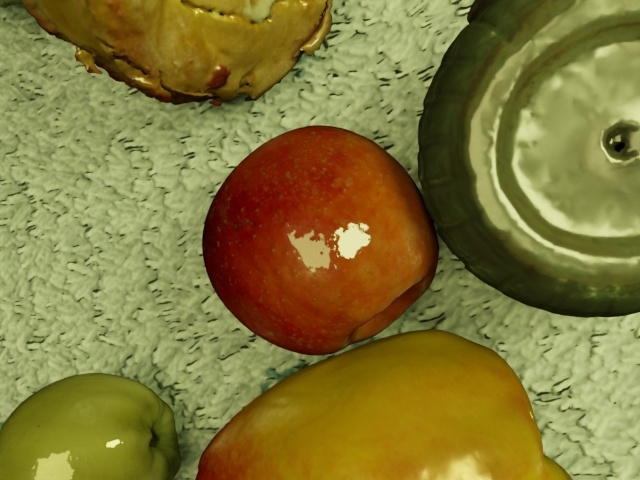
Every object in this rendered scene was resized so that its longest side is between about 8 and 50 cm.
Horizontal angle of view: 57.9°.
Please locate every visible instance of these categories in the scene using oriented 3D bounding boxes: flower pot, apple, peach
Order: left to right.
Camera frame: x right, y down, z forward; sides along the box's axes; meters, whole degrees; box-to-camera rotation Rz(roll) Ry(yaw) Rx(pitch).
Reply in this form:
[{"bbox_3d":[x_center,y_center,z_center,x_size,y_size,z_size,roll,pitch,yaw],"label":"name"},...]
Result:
[{"bbox_3d":[-0.265,0.245,0.663,0.200,0.200,0.200,0,90,16],"label":"apple"},{"bbox_3d":[0.000,0.000,0.565,0.218,0.218,0.201,-43,72,12],"label":"apple"},{"bbox_3d":[0.058,0.233,0.518,0.308,0.289,0.289,-28,83,5],"label":"peach"},{"bbox_3d":[0.228,-0.093,0.491,0.301,0.213,0.302,1,94,9],"label":"flower pot"}]

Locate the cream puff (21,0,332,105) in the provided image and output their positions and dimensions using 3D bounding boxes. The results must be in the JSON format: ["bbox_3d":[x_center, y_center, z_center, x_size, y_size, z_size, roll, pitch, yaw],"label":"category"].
[{"bbox_3d":[-0.133,-0.306,0.553,0.350,0.350,0.229,-50,59,10],"label":"cream puff"}]

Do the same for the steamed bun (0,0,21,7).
[{"bbox_3d":[-0.362,-0.393,0.676,0.275,0.206,0.320,-45,52,2],"label":"steamed bun"}]
